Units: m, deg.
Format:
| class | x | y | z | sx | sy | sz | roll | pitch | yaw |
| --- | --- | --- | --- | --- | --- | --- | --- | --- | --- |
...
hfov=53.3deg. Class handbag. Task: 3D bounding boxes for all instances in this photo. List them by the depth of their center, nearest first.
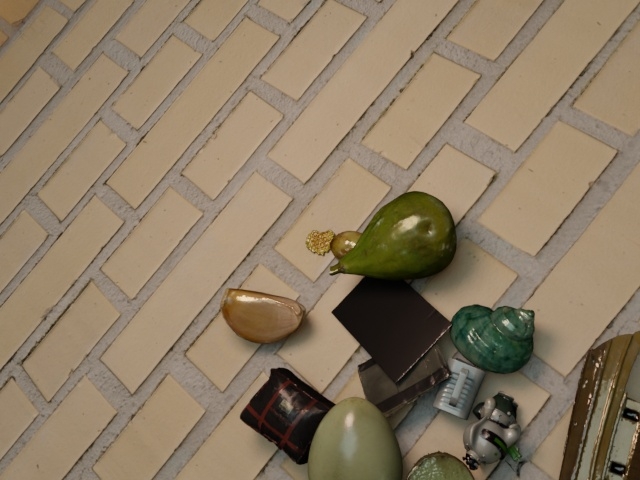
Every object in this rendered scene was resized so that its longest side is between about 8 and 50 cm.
| class | x | y | z | sx | sy | sz | roll | pitch | yaw |
| --- | --- | --- | --- | --- | --- | --- | --- | --- | --- |
| handbag | -0.075 | 0.438 | 1.596 | 0.215 | 0.155 | 0.169 | 32 | 91 | 24 |

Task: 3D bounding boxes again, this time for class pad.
| class | x | y | z | sx | sy | sz | roll | pitch | yaw |
| --- | --- | --- | --- | --- | --- | --- | --- | --- | --- |
| pad | 0.198 | 0.321 | 1.555 | 0.233 | 0.022 | 0.174 | -37 | 40 | 19 |
| pad | 0.173 | 0.197 | 1.626 | 0.202 | 0.005 | 0.300 | -46 | 45 | 0 |

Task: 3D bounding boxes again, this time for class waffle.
| class | x | y | z | sx | sy | sz | roll | pitch | yaw |
| --- | --- | --- | --- | --- | --- | --- | --- | --- | --- |
| waffle | -0.002 | 0.002 | 1.805 | 0.085 | 0.016 | 0.078 | 13 | 76 | 25 |

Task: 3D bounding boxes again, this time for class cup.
| class | x | y | z | sx | sy | sz | roll | pitch | yaw |
| --- | --- | --- | --- | --- | --- | --- | --- | --- | --- |
| cup | 0.325 | 0.344 | 1.494 | 0.095 | 0.128 | 0.129 | 19 | 81 | 15 |

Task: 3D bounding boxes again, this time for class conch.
| class | x | y | z | sx | sy | sz | roll | pitch | yaw |
| --- | --- | --- | --- | --- | --- | --- | --- | --- | --- |
| conch | 0.412 | 0.219 | 1.504 | 0.202 | 0.134 | 0.196 | -25 | 66 | 12 |

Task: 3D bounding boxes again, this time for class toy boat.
| class | x | y | z | sx | sy | sz | roll | pitch | yaw |
| --- | --- | --- | --- | --- | --- | --- | --- | --- | --- |
| toy boat | 0.623 | 0.400 | 1.364 | 0.162 | 0.136 | 0.445 | 14 | 76 | 19 |

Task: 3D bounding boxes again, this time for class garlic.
| class | x | y | z | sx | sy | sz | roll | pitch | yaw |
| --- | --- | --- | --- | --- | --- | --- | --- | --- | --- |
| garlic | -0.148 | 0.195 | 1.709 | 0.245 | 0.164 | 0.145 | 6 | 57 | 17 |

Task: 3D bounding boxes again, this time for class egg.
| class | x | y | z | sx | sy | sz | roll | pitch | yaw |
| --- | --- | --- | --- | --- | --- | --- | --- | --- | --- |
| egg | 0.078 | 0.499 | 1.459 | 0.219 | 0.218 | 0.295 | 2 | 106 | 21 |

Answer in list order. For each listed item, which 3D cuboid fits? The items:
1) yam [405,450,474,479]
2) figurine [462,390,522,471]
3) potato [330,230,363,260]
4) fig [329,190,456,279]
| class | x | y | z | sx | sy | sz | roll | pitch | yaw |
| --- | --- | --- | --- | --- | --- | --- | --- | --- | --- |
| yam | 0.261 | 0.542 | 1.383 | 0.161 | 0.268 | 0.161 | -3 | 72 | 9 |
| figurine | 0.386 | 0.437 | 1.444 | 0.126 | 0.147 | 0.192 | 18 | 58 | 44 |
| potato | 0.071 | 0.014 | 1.738 | 0.103 | 0.066 | 0.096 | 2 | 68 | 14 |
| fig | 0.187 | -0.013 | 1.618 | 0.314 | 0.233 | 0.233 | 2 | 72 | 16 |
